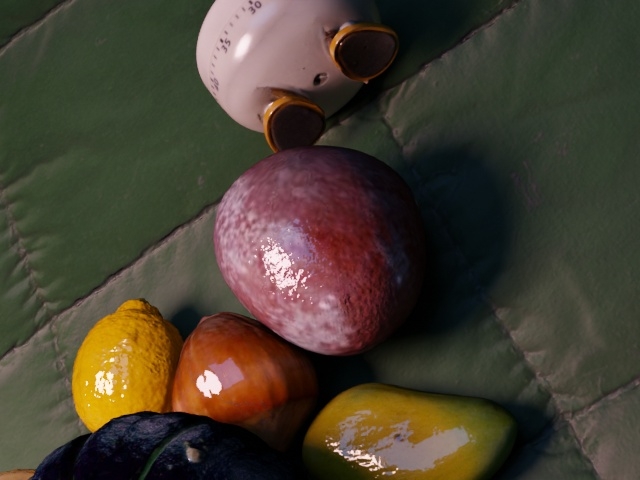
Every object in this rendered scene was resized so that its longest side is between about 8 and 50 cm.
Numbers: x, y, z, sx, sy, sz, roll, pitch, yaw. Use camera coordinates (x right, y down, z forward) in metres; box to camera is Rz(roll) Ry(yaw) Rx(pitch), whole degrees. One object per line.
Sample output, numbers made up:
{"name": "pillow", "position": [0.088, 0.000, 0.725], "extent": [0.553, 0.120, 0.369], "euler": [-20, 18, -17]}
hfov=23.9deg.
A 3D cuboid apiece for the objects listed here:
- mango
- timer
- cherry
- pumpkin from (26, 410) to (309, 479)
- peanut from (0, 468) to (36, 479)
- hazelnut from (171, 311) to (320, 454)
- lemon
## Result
{"name": "mango", "position": [0.091, 0.225, 1.623], "extent": [0.237, 0.091, 0.137], "euler": [5, 74, 30]}
{"name": "timer", "position": [-0.046, -0.253, 1.857], "extent": [0.233, 0.233, 0.240], "euler": [-41, 56, 4]}
{"name": "cherry", "position": [0.000, 0.000, 1.700], "extent": [0.236, 0.213, 0.285], "euler": [-19, 42, 0]}
{"name": "pumpkin", "position": [-0.153, 0.356, 1.547], "extent": [0.363, 0.266, 0.363], "euler": [2, 96, 19]}
{"name": "peanut", "position": [-0.286, 0.316, 1.767], "extent": [0.274, 0.111, 0.125], "euler": [-14, 65, 22]}
{"name": "hazelnut", "position": [-0.093, 0.171, 1.700], "extent": [0.182, 0.182, 0.182], "euler": [-12, 60, 23]}
{"name": "lemon", "position": [-0.222, 0.156, 1.796], "extent": [0.142, 0.142, 0.187], "euler": [-7, 67, 26]}
